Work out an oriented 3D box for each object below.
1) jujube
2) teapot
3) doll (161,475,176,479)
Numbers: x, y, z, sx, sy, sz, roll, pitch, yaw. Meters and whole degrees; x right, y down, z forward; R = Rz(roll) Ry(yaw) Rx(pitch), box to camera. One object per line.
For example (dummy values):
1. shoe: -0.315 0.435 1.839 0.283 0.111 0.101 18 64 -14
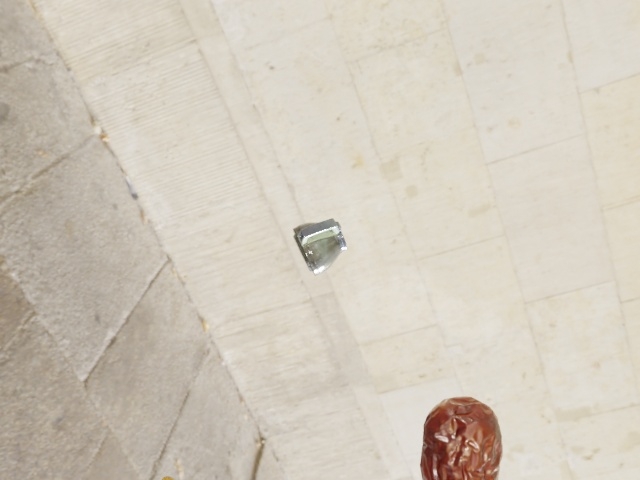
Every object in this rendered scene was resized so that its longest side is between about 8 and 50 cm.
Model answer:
1. jujube: 0.298 0.456 1.347 0.174 0.174 0.250 -67 155 -71
2. teapot: 0.000 0.000 0.770 0.066 0.057 0.088 62 -5 22
3. doll: -0.244 0.544 1.018 0.167 0.269 0.162 26 6 -27
